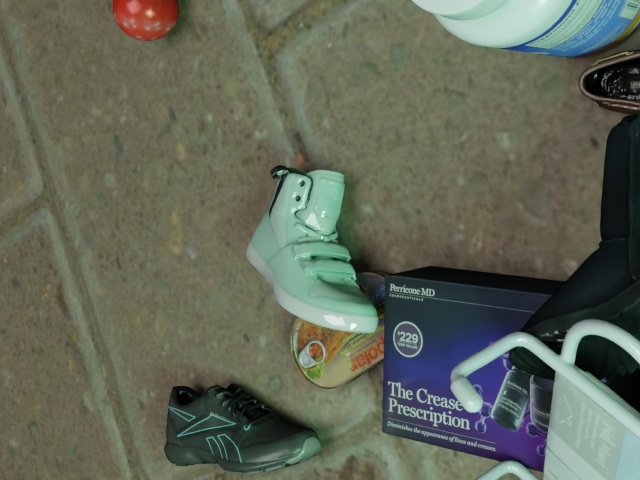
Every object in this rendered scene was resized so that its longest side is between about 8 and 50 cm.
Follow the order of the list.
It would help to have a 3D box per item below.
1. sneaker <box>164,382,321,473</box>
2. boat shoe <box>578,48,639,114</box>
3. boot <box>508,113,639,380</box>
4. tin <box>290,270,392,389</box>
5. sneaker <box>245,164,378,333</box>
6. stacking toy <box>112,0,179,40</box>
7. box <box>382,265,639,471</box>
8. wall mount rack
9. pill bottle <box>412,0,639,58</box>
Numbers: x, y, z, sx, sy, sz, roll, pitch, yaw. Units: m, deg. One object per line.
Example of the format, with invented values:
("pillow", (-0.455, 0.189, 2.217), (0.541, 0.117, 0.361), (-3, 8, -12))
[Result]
("sneaker", (-0.115, 0.246, 1.310), (0.267, 0.101, 0.106), (-6, 89, 38))
("boat shoe", (0.344, -0.148, 0.919), (0.207, 0.073, 0.073), (-2, 93, 37))
("boot", (0.270, 0.001, 0.884), (0.246, 0.094, 0.207), (-43, 28, 53))
("tin", (0.040, 0.111, 1.213), (0.189, 0.040, 0.106), (-37, 68, 35))
("sneaker", (-0.001, 0.000, 1.162), (0.256, 0.094, 0.151), (40, 115, 50))
("stacking toy", (-0.225, -0.431, 1.312), (0.141, 0.141, 0.330), (24, 115, 34))
("box", (0.198, 0.132, 1.049), (0.261, 0.103, 0.184), (5, 96, 38))
("wall mount rack", (0.232, 0.247, 0.823), (0.304, 0.130, 0.350), (43, 152, 39))
("pill bottle", (0.186, -0.248, 0.904), (0.152, 0.272, 0.152), (5, 98, 38))
